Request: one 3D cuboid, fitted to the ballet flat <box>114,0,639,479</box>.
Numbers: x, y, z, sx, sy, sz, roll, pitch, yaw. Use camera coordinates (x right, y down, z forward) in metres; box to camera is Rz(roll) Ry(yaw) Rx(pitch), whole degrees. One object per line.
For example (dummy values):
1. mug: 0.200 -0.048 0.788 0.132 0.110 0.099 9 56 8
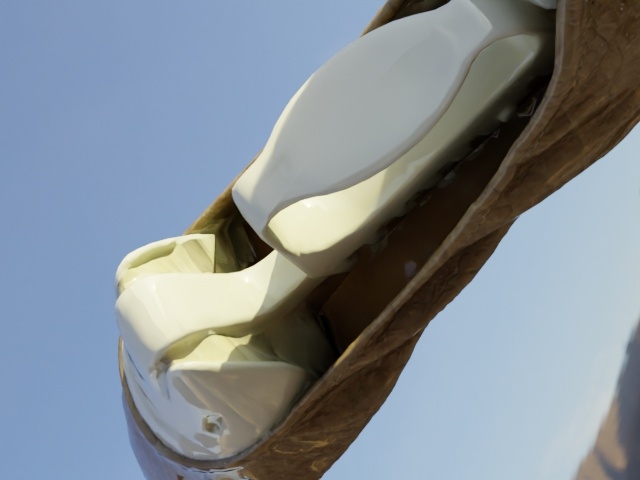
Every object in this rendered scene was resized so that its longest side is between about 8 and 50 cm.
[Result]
1. ballet flat: 0.000 0.000 0.520 0.342 0.116 0.124 -46 -23 28
